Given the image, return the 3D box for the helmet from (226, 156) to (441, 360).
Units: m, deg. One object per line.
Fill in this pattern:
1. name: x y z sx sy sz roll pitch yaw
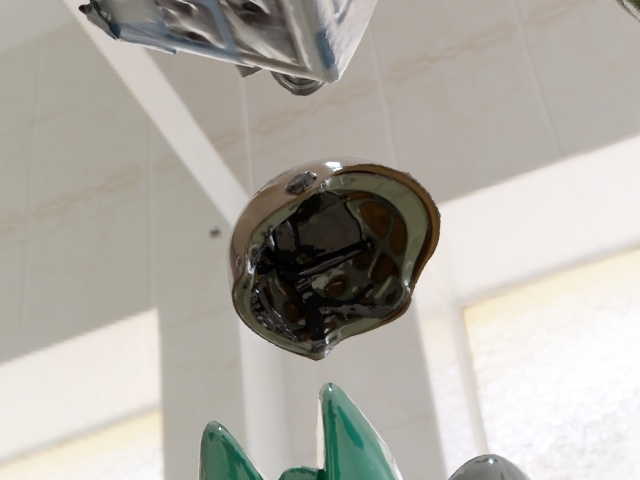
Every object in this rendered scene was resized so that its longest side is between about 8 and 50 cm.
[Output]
1. helmet: 0.000 0.000 1.327 0.224 0.130 0.198 -40 -53 0

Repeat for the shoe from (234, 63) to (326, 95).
1. shoe: -0.011 -0.140 1.011 0.071 0.179 0.049 -32 -81 -20

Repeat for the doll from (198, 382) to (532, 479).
1. doll: 0.004 0.197 0.547 0.194 0.258 0.153 9 -22 -2

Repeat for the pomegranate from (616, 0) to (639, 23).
1. pomegranate: 0.185 -0.147 0.632 0.114 0.114 0.142 -41 -8 32

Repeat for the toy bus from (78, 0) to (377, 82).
1. toy bus: -0.056 -0.170 0.457 0.131 0.106 0.297 17 -18 15
